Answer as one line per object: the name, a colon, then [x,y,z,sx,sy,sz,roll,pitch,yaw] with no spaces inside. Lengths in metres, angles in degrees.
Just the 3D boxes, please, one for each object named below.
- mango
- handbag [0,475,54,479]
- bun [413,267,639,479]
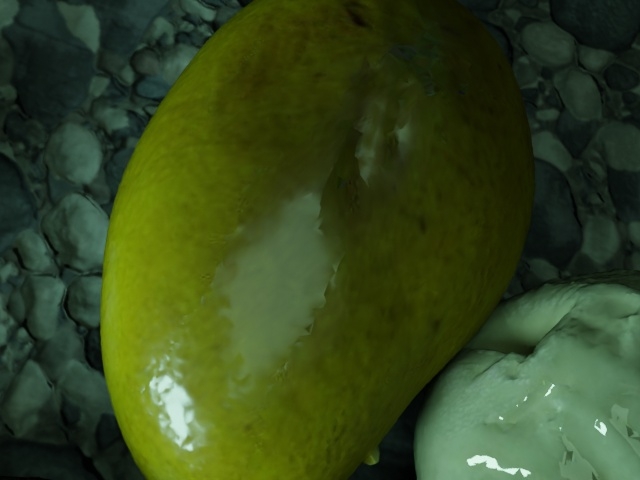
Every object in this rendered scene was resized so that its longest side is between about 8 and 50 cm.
mango: [0.000,0.000,0.672,0.301,0.220,0.444,27,68,-14]
handbag: [-0.266,0.238,0.529,0.255,0.181,0.181,8,100,-18]
bun: [0.252,0.182,0.670,0.360,0.211,0.359,5,76,-22]
